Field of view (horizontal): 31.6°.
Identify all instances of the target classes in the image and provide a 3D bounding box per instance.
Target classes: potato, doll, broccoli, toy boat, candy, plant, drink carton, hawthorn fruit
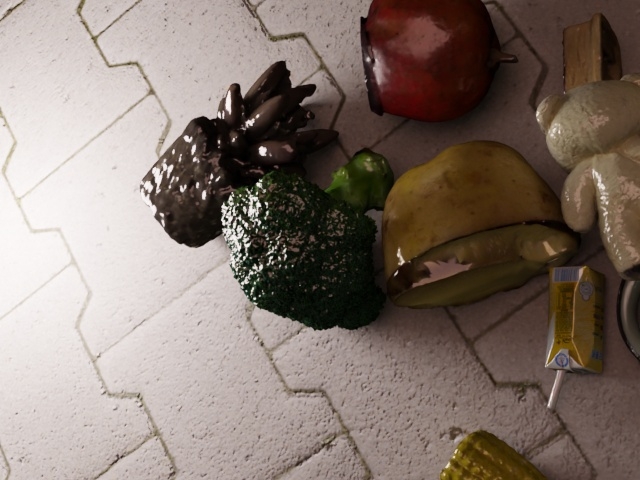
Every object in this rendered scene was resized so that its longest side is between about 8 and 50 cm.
[{"bbox_3d":[0.212,-0.034,1.638,0.286,0.242,0.242,-23,68,11],"label":"potato"},{"bbox_3d":[0.406,-0.080,1.518,0.175,0.149,0.278,-15,65,-1],"label":"doll"},{"bbox_3d":[0.000,0.000,1.721,0.298,0.297,0.297,31,57,28],"label":"broccoli"},{"bbox_3d":[0.399,-0.223,1.651,0.061,0.116,0.188,-8,71,28],"label":"toy boat"},{"bbox_3d":[0.270,0.354,1.573,0.199,0.094,0.106,34,56,21],"label":"candy"},{"bbox_3d":[-0.129,-0.134,1.846,0.321,0.194,0.181,-36,77,17],"label":"plant"},{"bbox_3d":[0.357,0.139,1.594,0.075,0.084,0.199,-4,76,34],"label":"drink carton"},{"bbox_3d":[0.177,-0.288,1.722,0.250,0.215,0.215,10,81,28],"label":"hawthorn fruit"}]

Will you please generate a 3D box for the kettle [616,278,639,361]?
[{"bbox_3d":[0.497,0.100,1.505,0.221,0.161,0.236,-11,70,44],"label":"kettle"}]
